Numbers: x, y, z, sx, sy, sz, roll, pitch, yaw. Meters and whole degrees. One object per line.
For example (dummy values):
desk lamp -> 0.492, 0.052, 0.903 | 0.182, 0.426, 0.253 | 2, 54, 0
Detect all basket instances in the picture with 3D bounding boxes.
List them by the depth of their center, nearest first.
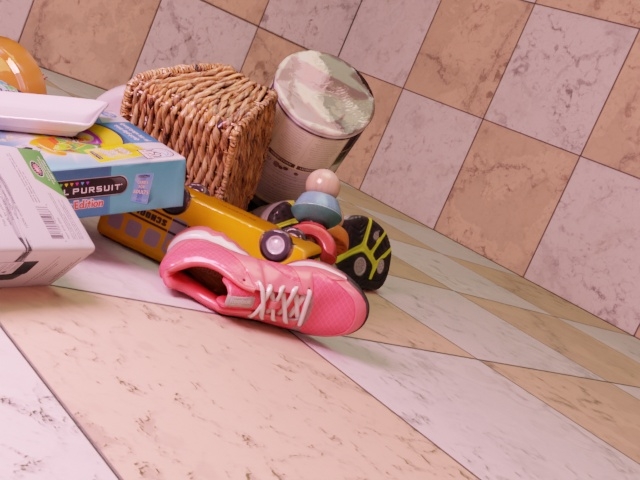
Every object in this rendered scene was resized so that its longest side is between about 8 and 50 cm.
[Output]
basket -> -0.223, -0.173, 1.638 | 0.223, 0.299, 0.213 | 25, 41, 9

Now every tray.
tray -> -0.454, -0.186, 1.320 | 0.271, 0.030, 0.145 | 5, 20, -4

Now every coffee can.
coffee can -> -0.040, -0.207, 1.791 | 0.202, 0.275, 0.201 | 12, 56, -18

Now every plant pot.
plant pot -> -0.631, -0.255, 1.630 | 0.205, 0.205, 0.188 | 25, 24, 13

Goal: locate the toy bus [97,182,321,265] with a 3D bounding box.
toy bus -> -0.173, -0.005, 1.441 | 0.333, 0.130, 0.108 | 25, 8, 10

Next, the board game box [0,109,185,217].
board game box -> -0.400, -0.108, 1.291 | 0.336, 0.079, 0.254 | -9, 27, -36

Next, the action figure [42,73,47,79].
action figure -> -0.642, -0.303, 2.048 | 0.280, 0.139, 0.091 | 27, 8, 40

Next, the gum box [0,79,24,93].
gum box -> -0.532, -0.187, 1.513 | 0.157, 0.041, 0.184 | 29, 38, -46

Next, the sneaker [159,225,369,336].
sneaker -> -0.087, 0.081, 1.307 | 0.314, 0.115, 0.136 | 17, 18, 4

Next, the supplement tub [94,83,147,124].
supplement tub -> -0.348, -0.207, 1.892 | 0.228, 0.228, 0.316 | 23, 8, 0

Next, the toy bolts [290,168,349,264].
toy bolts -> -0.042, -0.033, 1.594 | 0.218, 0.158, 0.228 | 17, -21, -7

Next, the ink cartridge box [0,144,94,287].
ink cartridge box -> -0.373, -0.028, 1.012 | 0.153, 0.087, 0.208 | 58, 18, 13

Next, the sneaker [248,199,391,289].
sneaker -> 0.000, 0.000, 1.856 | 0.147, 0.145, 0.385 | 6, -14, 45

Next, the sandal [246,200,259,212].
sandal -> -0.101, -0.208, 2.000 | 0.168, 0.107, 0.445 | 5, 42, -7
